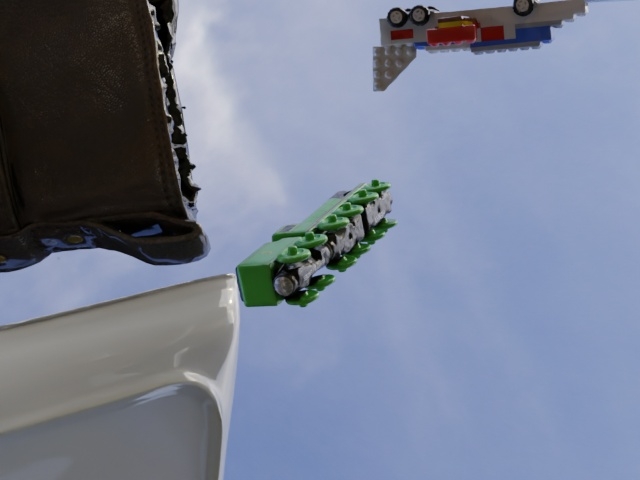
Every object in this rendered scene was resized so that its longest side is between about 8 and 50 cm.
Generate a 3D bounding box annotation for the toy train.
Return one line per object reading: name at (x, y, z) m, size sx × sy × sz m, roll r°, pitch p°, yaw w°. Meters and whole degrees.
toy train at (0.000, 0.000, 0.397) m, size 0.023 × 0.083 × 0.017 m, roll -5°, pitch -74°, yaw 23°

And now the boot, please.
boot at (-0.164, -0.078, 0.517) m, size 0.229 × 0.091 × 0.263 m, roll -20°, pitch -112°, yaw 3°

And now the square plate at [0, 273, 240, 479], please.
square plate at (-0.176, 0.213, 0.840) m, size 0.344 × 0.049 × 0.347 m, roll -12°, pitch -65°, yaw -46°

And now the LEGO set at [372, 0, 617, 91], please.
LEGO set at (0.147, -0.125, 0.803) m, size 0.182 × 0.244 × 0.060 m, roll -7°, pitch -83°, yaw -23°
